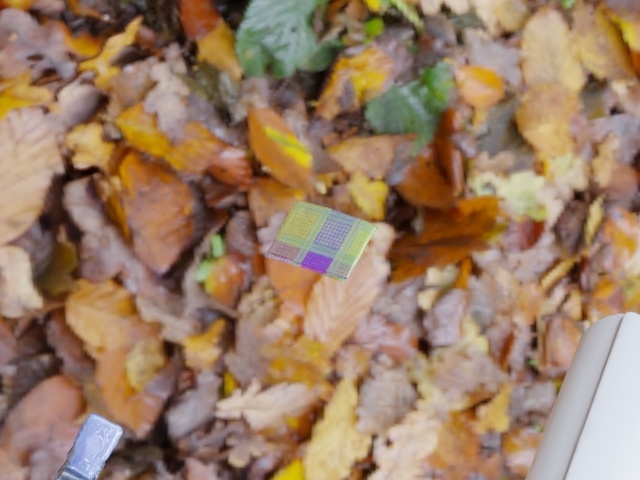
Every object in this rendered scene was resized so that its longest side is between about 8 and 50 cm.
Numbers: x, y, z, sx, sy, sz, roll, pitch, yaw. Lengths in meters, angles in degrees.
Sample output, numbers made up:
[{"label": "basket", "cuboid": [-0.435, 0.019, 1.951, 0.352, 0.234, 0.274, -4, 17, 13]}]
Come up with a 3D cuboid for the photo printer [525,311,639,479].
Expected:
[{"label": "photo printer", "cuboid": [0.260, 0.223, 0.883, 0.256, 0.107, 0.307, 32, 46, 3]}]

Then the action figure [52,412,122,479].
[{"label": "action figure", "cuboid": [-0.179, 0.307, 0.998, 0.341, 0.178, 0.330, -62, 173, 10]}]

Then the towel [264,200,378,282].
[{"label": "towel", "cuboid": [0.000, 0.000, 1.020, 0.060, 0.083, 0.009, -60, 148, -23]}]
